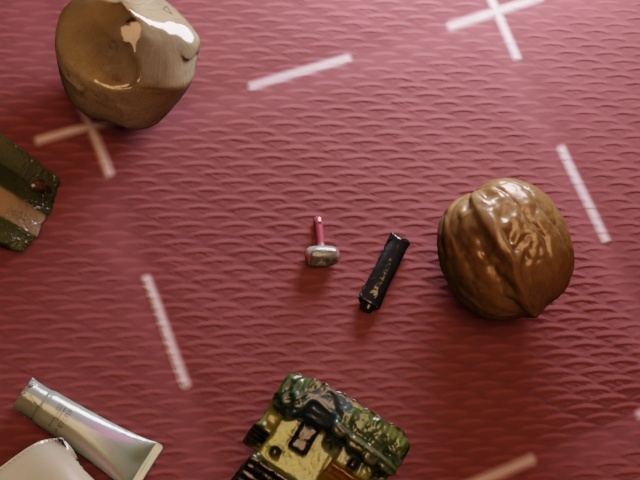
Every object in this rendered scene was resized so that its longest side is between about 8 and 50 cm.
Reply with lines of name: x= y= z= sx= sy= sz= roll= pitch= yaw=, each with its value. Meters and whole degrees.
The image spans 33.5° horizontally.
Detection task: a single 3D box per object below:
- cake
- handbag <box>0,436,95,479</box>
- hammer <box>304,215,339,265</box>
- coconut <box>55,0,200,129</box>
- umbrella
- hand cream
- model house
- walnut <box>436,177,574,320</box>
cake: x=-0.514 y=-0.108 z=1.474 sx=0.283 sy=0.172 sz=0.158 roll=25 pitch=72 yaw=-3
handbag: x=-0.294 y=0.435 z=1.282 sx=0.358 sy=0.160 sz=0.237 roll=37 pitch=66 yaw=25
hammer: x=0.000 y=0.000 z=1.605 sx=0.052 sy=0.031 sz=0.083 roll=1 pitch=61 yaw=-13
coconut: x=-0.277 y=-0.269 z=1.538 sx=0.224 sy=0.224 sz=0.224 roll=3 pitch=71 yaw=-9
umbrella: x=0.094 y=0.049 z=1.602 sx=0.036 sy=0.031 sz=0.133 roll=18 pitch=68 yaw=24
hand cream: x=-0.321 y=0.261 z=1.449 sx=0.205 sy=0.050 sz=0.078 roll=32 pitch=70 yaw=-3
model house: x=-0.019 y=0.314 z=1.421 sx=0.194 sy=0.170 sz=0.211 roll=33 pitch=70 yaw=0
walnut: x=0.273 y=0.018 z=1.563 sx=0.213 sy=0.213 sz=0.213 roll=3 pitch=71 yaw=-9
